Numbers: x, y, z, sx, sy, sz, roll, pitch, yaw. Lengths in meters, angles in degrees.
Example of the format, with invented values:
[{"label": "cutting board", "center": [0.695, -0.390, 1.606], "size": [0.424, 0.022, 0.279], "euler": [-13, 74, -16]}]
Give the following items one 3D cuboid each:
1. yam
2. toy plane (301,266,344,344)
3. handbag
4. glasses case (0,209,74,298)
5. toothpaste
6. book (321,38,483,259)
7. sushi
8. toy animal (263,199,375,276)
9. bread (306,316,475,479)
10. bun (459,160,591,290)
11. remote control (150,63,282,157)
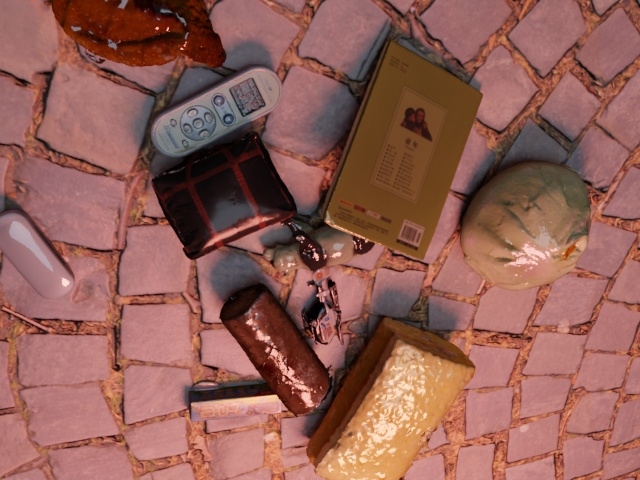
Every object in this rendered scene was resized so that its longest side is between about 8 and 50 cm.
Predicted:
[{"label": "yam", "center": [-0.086, 0.214, 1.324], "size": [0.131, 0.131, 0.279], "euler": [-33, 115, -1]}, {"label": "toy plane", "center": [0.005, 0.144, 1.366], "size": [0.078, 0.053, 0.197], "euler": [-17, 118, -19]}, {"label": "handbag", "center": [-0.168, -0.081, 1.152], "size": [0.215, 0.155, 0.169], "euler": [-25, 98, -6]}, {"label": "glasses case", "center": [-0.500, 0.026, 1.155], "size": [0.067, 0.045, 0.178], "euler": [-30, 118, -3]}, {"label": "toothpaste", "center": [-0.177, 0.330, 1.391], "size": [0.193, 0.044, 0.070], "euler": [-2, 114, -17]}, {"label": "book", "center": [0.157, -0.158, 1.230], "size": [0.239, 0.035, 0.352], "euler": [22, 86, -26]}, {"label": "sushi", "center": [-0.280, -0.365, 1.000], "size": [0.296, 0.179, 0.167], "euler": [16, 132, -7]}, {"label": "toy animal", "center": [0.000, 0.000, 1.280], "size": [0.225, 0.094, 0.121], "euler": [-20, 126, -9]}, {"label": "bread", "center": [0.155, 0.376, 1.449], "size": [0.236, 0.165, 0.375], "euler": [25, 104, -21]}, {"label": "bun", "center": [0.443, -0.011, 1.356], "size": [0.293, 0.187, 0.293], "euler": [-6, 116, -13]}, {"label": "remote control", "center": [-0.179, -0.224, 1.145], "size": [0.244, 0.047, 0.087], "euler": [-28, 115, -4]}]
